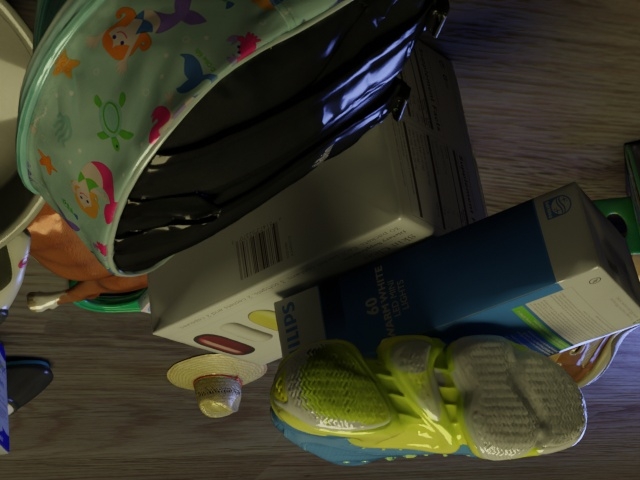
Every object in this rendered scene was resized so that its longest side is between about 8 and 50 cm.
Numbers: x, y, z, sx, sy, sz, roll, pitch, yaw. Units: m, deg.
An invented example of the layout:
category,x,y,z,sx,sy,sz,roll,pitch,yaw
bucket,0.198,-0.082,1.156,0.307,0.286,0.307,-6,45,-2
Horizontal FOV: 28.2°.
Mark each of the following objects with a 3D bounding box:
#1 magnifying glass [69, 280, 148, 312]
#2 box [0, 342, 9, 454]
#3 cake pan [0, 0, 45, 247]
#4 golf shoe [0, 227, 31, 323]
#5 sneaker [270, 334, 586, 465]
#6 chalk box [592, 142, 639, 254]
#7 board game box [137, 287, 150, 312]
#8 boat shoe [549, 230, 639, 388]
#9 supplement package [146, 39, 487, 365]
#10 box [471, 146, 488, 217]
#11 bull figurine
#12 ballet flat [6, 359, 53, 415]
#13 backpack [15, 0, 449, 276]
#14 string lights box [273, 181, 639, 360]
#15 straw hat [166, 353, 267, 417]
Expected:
category,x,y,z,sx,sy,sz,roll,pitch,yaw
magnifying glass,-0.181,0.065,1.465,0.231,0.026,0.092,15,146,-36
box,-0.438,0.187,1.502,0.126,0.137,0.072,-8,156,0
cake pan,-0.329,-0.100,0.912,0.293,0.054,0.293,-3,128,-4
golf shoe,-0.360,-0.020,1.066,0.120,0.272,0.105,-58,170,6
sneaker,0.072,0.123,0.953,0.240,0.091,0.126,11,156,-16
chalk box,0.387,-0.028,1.318,0.213,0.132,0.132,-12,154,11
board game box,-0.143,0.053,1.421,0.090,0.020,0.090,18,124,-45
boat shoe,0.313,0.081,1.559,0.119,0.123,0.324,8,142,-20
supplement package,-0.011,-0.038,1.088,0.261,0.204,0.145,-26,150,31
box,0.000,0.000,1.267,0.311,0.121,0.148,-27,149,34
bull figurine,-0.253,-0.020,1.176,0.188,0.101,0.310,-13,152,19
ballet flat,-0.475,0.213,1.594,0.280,0.096,0.095,-5,154,-8
backpack,-0.073,-0.106,0.787,0.253,0.191,0.225,-43,169,-30
string lights box,0.110,0.057,0.998,0.259,0.077,0.133,-22,150,21
straw hat,-0.139,0.206,1.725,0.144,0.061,0.144,-7,154,-4
